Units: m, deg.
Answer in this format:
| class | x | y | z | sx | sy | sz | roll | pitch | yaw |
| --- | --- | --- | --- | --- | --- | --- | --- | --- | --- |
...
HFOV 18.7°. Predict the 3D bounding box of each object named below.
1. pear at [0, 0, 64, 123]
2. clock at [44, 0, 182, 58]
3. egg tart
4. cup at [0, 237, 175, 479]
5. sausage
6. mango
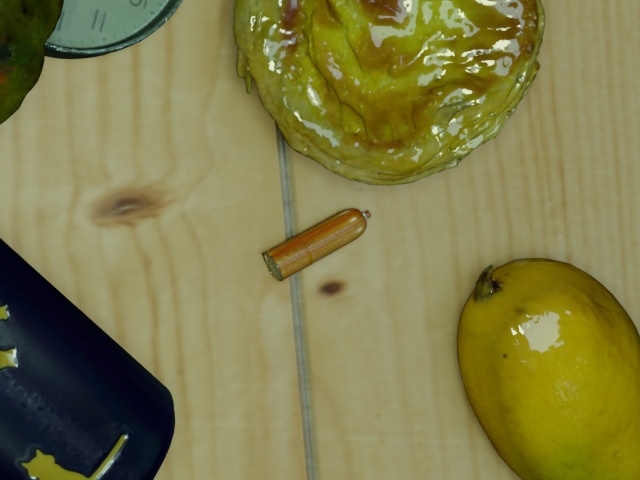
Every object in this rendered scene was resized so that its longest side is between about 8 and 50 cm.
| class | x | y | z | sx | sy | sz | roll | pitch | yaw |
| --- | --- | --- | --- | --- | --- | --- | --- | --- | --- |
| pear | -0.334 | -0.213 | 1.402 | 0.321 | 0.269 | 0.269 | 37 | 79 | -23 |
| clock | -0.197 | -0.254 | 1.582 | 0.215 | 0.042 | 0.215 | -3 | 97 | -26 |
| egg tart | 0.052 | -0.189 | 1.675 | 0.294 | 0.116 | 0.295 | -4 | 99 | -25 |
| cup | -0.281 | 0.125 | 1.543 | 0.256 | 0.255 | 0.178 | 45 | 38 | -26 |
| sausage | 0.000 | 0.000 | 1.714 | 0.107 | 0.031 | 0.031 | -30 | 107 | -23 |
| mango | 0.225 | 0.137 | 1.799 | 0.176 | 0.119 | 0.317 | -40 | 120 | -20 |
